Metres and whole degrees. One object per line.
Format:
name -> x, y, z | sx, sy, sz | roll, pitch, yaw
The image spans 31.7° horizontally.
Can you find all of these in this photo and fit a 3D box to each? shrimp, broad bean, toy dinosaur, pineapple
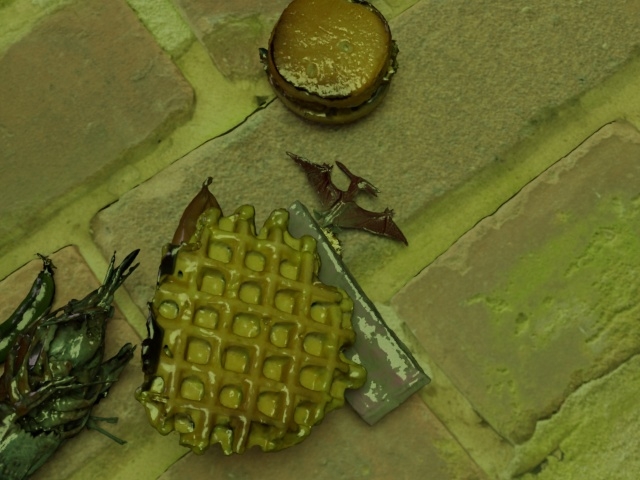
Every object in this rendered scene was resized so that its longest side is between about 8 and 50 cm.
shrimp -> -0.312, 0.179, 1.417 | 0.172, 0.137, 0.372 | 44, 79, -24
broad bean -> -0.417, 0.119, 1.476 | 0.069, 0.039, 0.227 | 36, 71, 5
toy dinosaur -> 0.032, -0.056, 1.550 | 0.220, 0.032, 0.108 | 38, 57, 10
pineapple -> 0.000, 0.000, 1.544 | 0.083, 0.019, 0.045 | 28, 76, 8

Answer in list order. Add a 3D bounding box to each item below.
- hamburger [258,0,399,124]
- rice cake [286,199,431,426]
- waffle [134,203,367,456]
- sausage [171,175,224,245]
hamburger -> 0.020, -0.259, 1.593 | 0.182, 0.118, 0.191 | 40, 76, 10
rice cake -> 0.018, 0.095, 1.476 | 0.106, 0.050, 0.298 | -38, 73, 8
waffle -> -0.095, 0.106, 1.371 | 0.307, 0.060, 0.311 | -17, 74, -28
sausage -> -0.134, 0.072, 1.464 | 0.112, 0.112, 0.328 | -11, 70, -6
